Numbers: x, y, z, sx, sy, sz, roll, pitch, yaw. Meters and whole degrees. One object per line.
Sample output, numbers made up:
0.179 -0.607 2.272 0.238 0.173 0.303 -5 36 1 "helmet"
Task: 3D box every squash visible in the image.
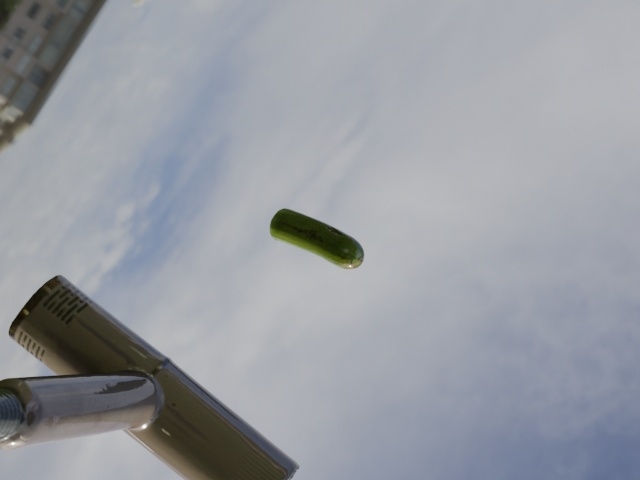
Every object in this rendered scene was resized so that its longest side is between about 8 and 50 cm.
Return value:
0.000 0.000 0.776 0.083 0.027 0.027 22 -103 35 "squash"

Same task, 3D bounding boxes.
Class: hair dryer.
-0.110 0.100 0.553 0.054 0.195 0.220 -53 176 3 "hair dryer"
